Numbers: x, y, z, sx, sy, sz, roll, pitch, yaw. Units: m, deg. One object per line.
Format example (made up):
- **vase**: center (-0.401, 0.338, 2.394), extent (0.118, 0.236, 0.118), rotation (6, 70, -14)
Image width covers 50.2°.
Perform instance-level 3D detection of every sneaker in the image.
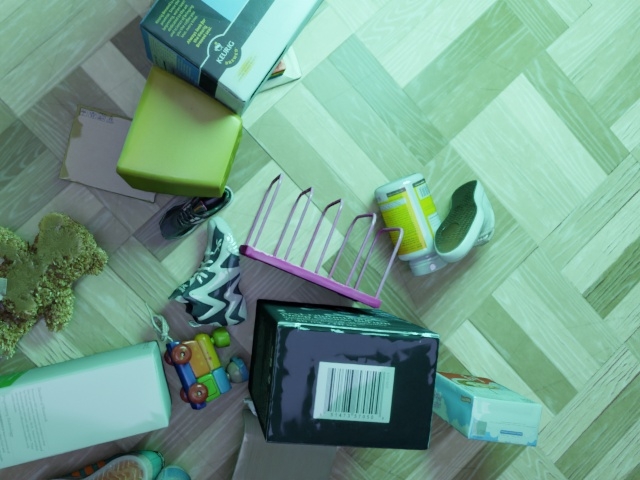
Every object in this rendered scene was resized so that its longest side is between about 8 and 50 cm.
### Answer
- **sneaker**: center (0.332, -0.020, 1.485), extent (0.106, 0.290, 0.123), rotation (-23, 110, 34)
- **sneaker**: center (-0.266, -0.067, 1.452), extent (0.178, 0.077, 0.072), rotation (-37, 96, -7)
- **sneaker**: center (-0.250, 0.074, 1.439), extent (0.153, 0.094, 0.234), rotation (-10, 98, -23)
- **sneaker**: center (-0.459, 0.514, 1.415), extent (0.302, 0.121, 0.108), rotation (-22, 79, 11)

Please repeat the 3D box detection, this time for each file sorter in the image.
- **file sorter**: center (0.000, 0.000, 1.441), extent (0.291, 0.202, 0.182), rotation (23, 85, -10)

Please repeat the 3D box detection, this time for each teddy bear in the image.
- **teddy bear**: center (-0.596, 0.085, 1.389), extent (0.245, 0.113, 0.337), rotation (31, 93, -3)

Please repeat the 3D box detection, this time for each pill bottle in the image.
- **pill bottle**: center (0.208, -0.034, 1.521), extent (0.117, 0.117, 0.214), rotation (-22, 94, -10)
- **pill bottle**: center (-0.308, 0.522, 1.410), extent (0.087, 0.160, 0.087), rotation (0, 91, -10)

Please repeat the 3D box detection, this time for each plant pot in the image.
- **plant pot**: center (-0.263, -0.187, 1.349), extent (0.187, 0.212, 0.212), rotation (19, 84, -5)

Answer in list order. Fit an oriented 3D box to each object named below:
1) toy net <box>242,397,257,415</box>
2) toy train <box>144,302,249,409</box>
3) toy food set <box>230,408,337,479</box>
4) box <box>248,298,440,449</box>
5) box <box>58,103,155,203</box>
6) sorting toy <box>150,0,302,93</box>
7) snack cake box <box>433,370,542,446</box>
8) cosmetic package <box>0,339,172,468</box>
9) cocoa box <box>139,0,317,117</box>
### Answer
- **toy net**: center (-0.052, 0.370, 1.465), extent (0.232, 0.122, 0.045), rotation (8, 86, -19)
- **toy train**: center (-0.259, 0.220, 1.456), extent (0.144, 0.105, 0.247), rotation (-22, 88, -26)
- **toy food set**: center (-0.107, 0.536, 1.496), extent (0.220, 0.092, 0.305), rotation (15, 89, -22)
- **box**: center (0.025, 0.247, 1.349), extent (0.294, 0.395, 0.211), rotation (6, 89, -11)
- **box**: center (-0.432, -0.182, 1.447), extent (0.201, 0.021, 0.164), rotation (15, 88, -11)
- **sorting toy**: center (-0.196, -0.434, 1.453), extent (0.257, 0.089, 0.255), rotation (-21, 95, -9)
- **snack cake box**: center (0.341, 0.356, 1.477), extent (0.152, 0.264, 0.089), rotation (9, 90, -11)
- **cosmetic package**: center (-0.492, 0.322, 1.356), extent (0.366, 0.197, 0.155), rotation (-13, 92, -12)
- **cocoa box**: center (-0.148, -0.444, 1.298), extent (0.228, 0.231, 0.347), rotation (35, 84, -9)
